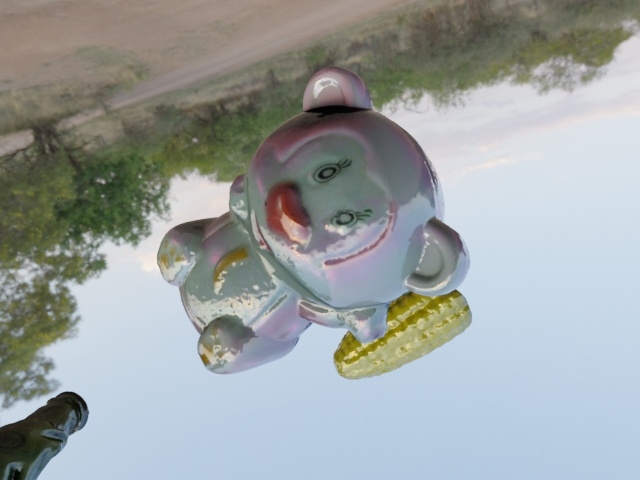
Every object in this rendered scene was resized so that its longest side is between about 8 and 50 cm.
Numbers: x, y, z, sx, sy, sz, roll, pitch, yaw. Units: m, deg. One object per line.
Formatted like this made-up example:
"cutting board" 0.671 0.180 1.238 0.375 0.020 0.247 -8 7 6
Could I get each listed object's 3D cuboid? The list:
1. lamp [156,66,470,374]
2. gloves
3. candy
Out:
"lamp" 0.000 0.000 0.565 0.301 0.247 0.247 -40 158 30
"gloves" -0.437 0.310 0.745 0.135 0.107 0.268 -11 -158 15
"candy" 0.103 0.121 0.718 0.199 0.106 0.094 -34 -158 5
